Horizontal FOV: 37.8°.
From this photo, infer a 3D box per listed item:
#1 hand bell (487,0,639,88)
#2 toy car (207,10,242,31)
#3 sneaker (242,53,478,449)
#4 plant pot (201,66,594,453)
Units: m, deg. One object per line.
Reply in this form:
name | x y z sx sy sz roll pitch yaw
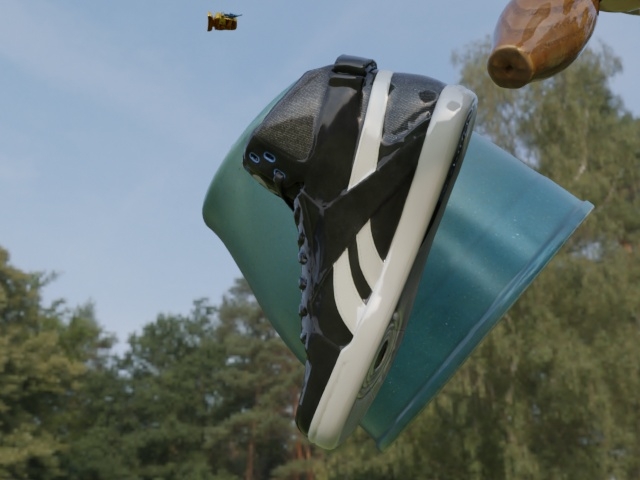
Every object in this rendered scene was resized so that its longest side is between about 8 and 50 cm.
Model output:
hand bell | 0.136 -0.130 0.466 0.126 0.242 0.126 18 -49 23
toy car | -0.086 -0.265 0.902 0.041 0.060 0.122 3 -45 -6
sneaker | 0.000 0.000 0.543 0.121 0.216 0.079 21 -1 16
plant pot | 0.046 -0.004 0.809 0.255 0.271 0.271 40 -28 10
